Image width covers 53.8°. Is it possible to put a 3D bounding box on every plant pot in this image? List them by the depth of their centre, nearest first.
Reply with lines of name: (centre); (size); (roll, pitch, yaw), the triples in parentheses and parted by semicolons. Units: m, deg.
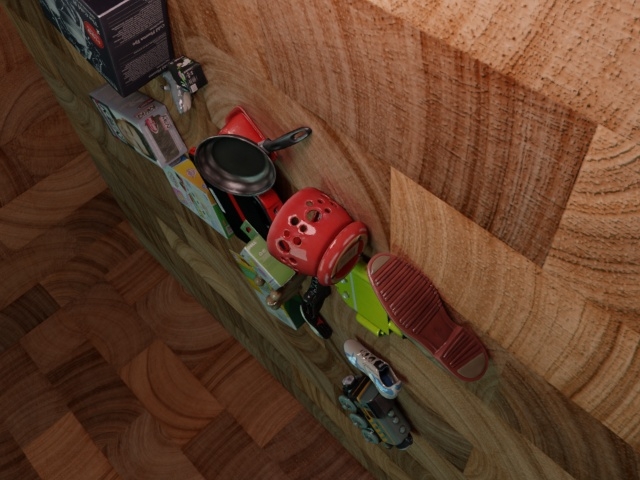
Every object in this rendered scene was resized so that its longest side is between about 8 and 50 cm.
plant pot: (0.000, 0.000, 1.442); (0.174, 0.191, 0.191); (36, 157, 21)

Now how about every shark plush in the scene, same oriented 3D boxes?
shark plush: (-0.397, -0.421, 1.690); (0.161, 0.067, 0.073); (56, 159, -19)

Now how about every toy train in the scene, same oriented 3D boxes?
toy train: (0.200, 0.606, 2.209); (0.190, 0.142, 0.333); (1, 130, 52)

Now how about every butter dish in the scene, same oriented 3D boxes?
butter dish: (-0.205, -0.230, 1.558); (0.160, 0.118, 0.160); (53, 159, -10)

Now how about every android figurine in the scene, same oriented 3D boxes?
android figurine: (0.121, 0.140, 1.616); (0.273, 0.056, 0.248); (34, 150, 33)

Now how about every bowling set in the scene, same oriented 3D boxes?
bowling set: (-0.160, 0.111, 2.026); (0.200, 0.154, 0.287); (45, 159, 10)

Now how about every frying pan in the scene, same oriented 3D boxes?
frying pan: (-0.170, -0.211, 1.436); (0.197, 0.053, 0.326); (25, 141, -14)

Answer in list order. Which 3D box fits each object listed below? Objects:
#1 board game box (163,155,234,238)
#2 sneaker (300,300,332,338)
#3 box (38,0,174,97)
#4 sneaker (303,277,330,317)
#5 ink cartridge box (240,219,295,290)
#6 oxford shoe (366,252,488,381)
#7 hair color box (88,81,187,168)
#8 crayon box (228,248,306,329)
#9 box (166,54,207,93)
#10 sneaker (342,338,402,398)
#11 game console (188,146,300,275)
board game box: (-0.430, -0.170, 2.219); (0.317, 0.064, 0.242); (36, 156, 34)
sneaker: (-0.029, 0.278, 2.195); (0.161, 0.057, 0.075); (52, 155, -16)
box: (-0.540, -0.586, 1.533); (0.343, 0.179, 0.312); (46, 161, 11)
sneaker: (-0.016, 0.155, 1.897); (0.051, 0.089, 0.170); (36, 157, 33)
ink cartridge box: (-0.173, 0.046, 1.816); (0.209, 0.062, 0.109); (47, 163, -1)
oxford shoe: (0.216, 0.176, 1.405); (0.348, 0.123, 0.130); (51, 166, -1)
hair color box: (-0.622, -0.402, 2.135); (0.374, 0.114, 0.185); (31, 153, 40)
crayon box: (-0.177, 0.152, 2.242); (0.203, 0.083, 0.322); (25, 149, 50)
box: (-0.335, -0.419, 1.585); (0.083, 0.052, 0.062); (35, 154, 37)
sneaker: (0.166, 0.388, 1.972); (0.237, 0.085, 0.086); (44, 134, 25)
game console: (-0.196, -0.079, 1.797); (0.342, 0.060, 0.386); (32, 157, 38)
